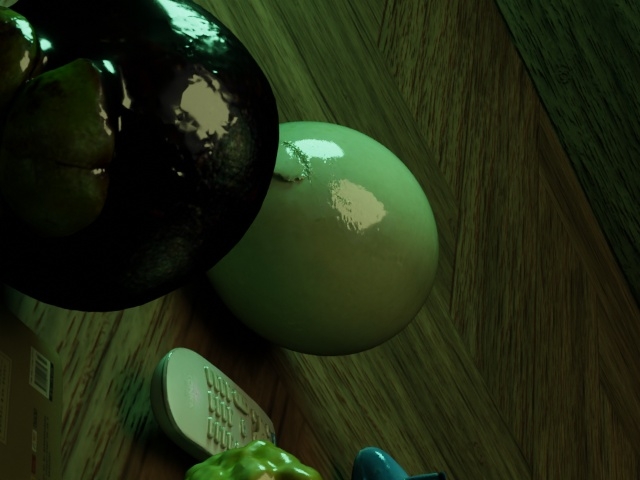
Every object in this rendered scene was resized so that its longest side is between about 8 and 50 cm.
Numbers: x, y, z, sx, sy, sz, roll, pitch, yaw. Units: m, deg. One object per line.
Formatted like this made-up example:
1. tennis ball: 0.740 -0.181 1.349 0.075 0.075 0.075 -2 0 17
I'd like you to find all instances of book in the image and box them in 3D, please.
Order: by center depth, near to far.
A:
1. book: -0.214 0.080 1.032 0.198 0.016 0.138 50 28 -46

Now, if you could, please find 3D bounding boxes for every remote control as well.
1. remote control: -0.079 0.144 1.307 0.229 0.044 0.073 52 28 -62

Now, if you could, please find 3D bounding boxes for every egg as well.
1. egg: 0.000 0.000 1.436 0.253 0.186 0.186 42 33 -55

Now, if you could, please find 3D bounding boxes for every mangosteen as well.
1. mangosteen: -0.144 -0.063 1.066 0.243 0.243 0.243 54 25 -39

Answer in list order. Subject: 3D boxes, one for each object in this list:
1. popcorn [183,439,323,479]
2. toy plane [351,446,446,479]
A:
1. popcorn: -0.021 0.231 1.090 0.189 0.169 0.218 -1 83 -78
2. toy plane: 0.093 0.310 1.528 0.254 0.105 0.271 -10 84 -56
